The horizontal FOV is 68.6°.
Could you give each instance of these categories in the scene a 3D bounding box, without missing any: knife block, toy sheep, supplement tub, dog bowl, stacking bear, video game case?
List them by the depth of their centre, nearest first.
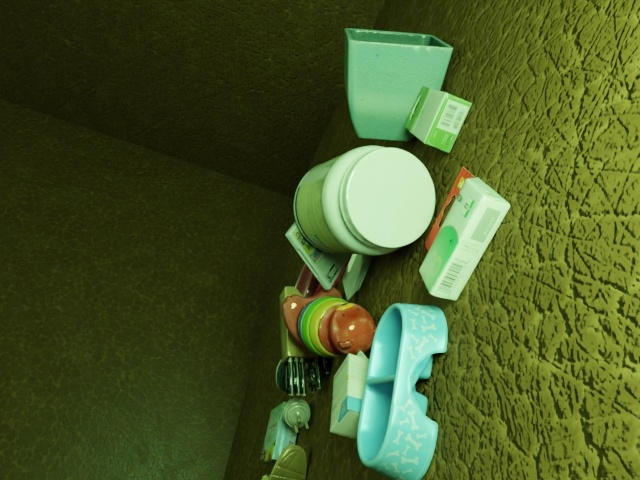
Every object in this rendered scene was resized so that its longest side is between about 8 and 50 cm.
[{"bbox_3d":[0.131,0.242,0.788,0.166,0.074,0.297,128,158,-64],"label":"dog bowl"},{"bbox_3d":[0.088,-0.085,1.075,0.325,0.235,0.235,1,73,71],"label":"supplement tub"},{"bbox_3d":[0.037,0.209,1.150,0.289,0.175,0.164,171,88,-68],"label":"stacking bear"},{"bbox_3d":[0.010,-0.006,1.275,0.023,0.193,0.212,-16,28,40],"label":"video game case"},{"bbox_3d":[-0.077,0.306,1.373,0.242,0.275,0.088,-43,-7,-33],"label":"knife block"},{"bbox_3d":[-0.069,0.512,1.387,0.132,0.091,0.091,167,120,-75],"label":"toy sheep"}]

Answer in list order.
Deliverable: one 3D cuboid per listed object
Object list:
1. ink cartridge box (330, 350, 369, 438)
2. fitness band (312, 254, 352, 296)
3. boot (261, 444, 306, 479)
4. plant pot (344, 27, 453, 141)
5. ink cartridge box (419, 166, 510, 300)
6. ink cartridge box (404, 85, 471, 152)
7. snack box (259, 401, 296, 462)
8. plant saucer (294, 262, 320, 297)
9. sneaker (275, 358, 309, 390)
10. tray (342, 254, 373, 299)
[{"bbox_3d":[0.079,0.300,0.922,0.143,0.089,0.092,-82,14,-50],"label":"ink cartridge box"},{"bbox_3d":[0.051,0.066,1.514,0.291,0.054,0.209,-63,7,-9],"label":"fitness band"},{"bbox_3d":[-0.114,0.681,1.315,0.203,0.095,0.262,155,128,-78],"label":"boot"},{"bbox_3d":[0.178,-0.406,1.246,0.247,0.247,0.252,-90,4,-59],"label":"plant pot"},{"bbox_3d":[0.225,-0.028,0.821,0.225,0.056,0.181,-98,28,-65],"label":"ink cartridge box"},{"bbox_3d":[0.257,-0.278,1.054,0.209,0.062,0.109,-96,26,-68],"label":"ink cartridge box"},{"bbox_3d":[-0.131,0.637,1.539,0.207,0.070,0.175,126,159,-58],"label":"snack box"},{"bbox_3d":[-0.047,0.206,1.772,0.332,0.084,0.332,-159,90,-83],"label":"plant saucer"},{"bbox_3d":[-0.102,0.457,1.652,0.163,0.086,0.226,-106,36,-77],"label":"sneaker"},{"bbox_3d":[0.127,0.027,1.324,0.145,0.030,0.270,-101,31,-69],"label":"tray"}]
